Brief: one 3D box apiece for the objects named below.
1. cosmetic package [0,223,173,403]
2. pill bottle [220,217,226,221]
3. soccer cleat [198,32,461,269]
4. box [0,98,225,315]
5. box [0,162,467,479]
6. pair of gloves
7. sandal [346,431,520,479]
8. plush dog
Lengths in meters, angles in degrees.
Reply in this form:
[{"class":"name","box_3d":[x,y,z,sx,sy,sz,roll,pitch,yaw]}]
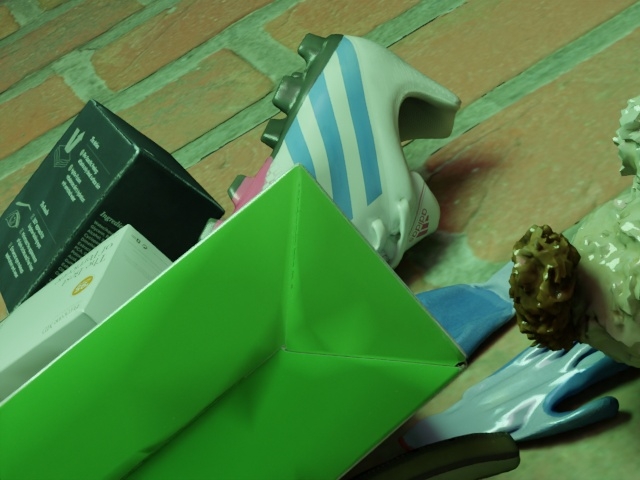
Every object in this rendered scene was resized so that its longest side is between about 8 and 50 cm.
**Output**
[{"class":"cosmetic package","box_3d":[-0.203,0.089,0.892,0.239,0.060,0.099,-34,24,30]},{"class":"pill bottle","box_3d":[-0.107,-0.013,1.067,0.043,0.043,0.083,-34,28,-11]},{"class":"soccer cleat","box_3d":[0.000,0.000,0.885,0.116,0.143,0.331,112,-178,-65]},{"class":"box","box_3d":[-0.176,-0.009,1.019,0.158,0.093,0.156,-52,30,3]},{"class":"box","box_3d":[-0.080,0.103,0.660,0.262,0.126,0.231,-40,1,-8]},{"class":"pair of gloves","box_3d":[0.102,0.067,0.778,0.159,0.023,0.198,-31,28,-5]},{"class":"sandal","box_3d":[-0.022,0.192,0.617,0.303,0.086,0.120,-36,-6,-17]},{"class":"plush dog","box_3d":[0.223,0.014,0.643,0.262,0.210,0.225,-10,3,-29]}]
